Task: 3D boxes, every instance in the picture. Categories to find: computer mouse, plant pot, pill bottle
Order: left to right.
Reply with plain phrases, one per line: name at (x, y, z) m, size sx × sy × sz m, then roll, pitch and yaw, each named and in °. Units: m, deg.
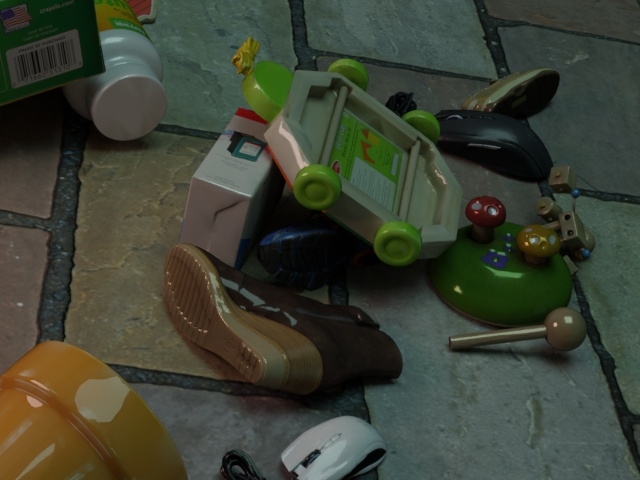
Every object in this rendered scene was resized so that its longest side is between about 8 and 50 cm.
plant pot at (-0.253, 0.226, 1.356) m, size 0.205 × 0.205 × 0.188 m, roll 33°, pitch 54°, yaw 23°
pill bottle at (-0.290, -0.242, 2.027) m, size 0.136 × 0.136 × 0.246 m, roll -4°, pitch 39°, yaw -27°
computer mouse at (-0.003, 0.222, 1.573) m, size 0.106 × 0.042 × 0.193 m, roll 36°, pitch 39°, yaw 28°
computer mouse at (0.201, -0.143, 2.151) m, size 0.262 × 0.060 × 0.184 m, roll 22°, pitch 34°, yaw 10°

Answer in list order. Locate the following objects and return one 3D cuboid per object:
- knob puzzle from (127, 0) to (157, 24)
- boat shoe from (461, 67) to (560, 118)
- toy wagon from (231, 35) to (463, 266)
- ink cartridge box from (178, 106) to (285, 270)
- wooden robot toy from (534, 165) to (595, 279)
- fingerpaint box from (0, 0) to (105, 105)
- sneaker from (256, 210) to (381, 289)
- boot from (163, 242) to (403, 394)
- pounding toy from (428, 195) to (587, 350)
knob puzzle at (-0.329, -0.378, 2.297) m, size 0.213 × 0.030 × 0.213 m, roll 11°, pitch 35°, yaw -7°
boat shoe at (0.286, -0.226, 2.301) m, size 0.072 × 0.068 × 0.190 m, roll 26°, pitch 34°, yaw 35°
toy wagon at (0.027, -0.119, 1.851) m, size 0.344 × 0.068 × 0.267 m, roll 34°, pitch 35°, yaw -14°
ink cartridge box at (-0.097, -0.068, 1.861) m, size 0.078 × 0.134 × 0.231 m, roll 19°, pitch 34°, yaw 5°
wooden robot toy at (0.329, -0.008, 2.020) m, size 0.079 × 0.076 × 0.173 m, roll 35°, pitch 42°, yaw -47°
fingerpaint box at (-0.548, -0.299, 1.887) m, size 0.444 × 0.163 × 0.371 m, roll -21°, pitch 46°, yaw -19°
sneaker at (0.000, 0.000, 1.867) m, size 0.087 × 0.083 × 0.221 m, roll 33°, pitch 29°, yaw 35°
boot at (-0.046, 0.088, 1.734) m, size 0.206 × 0.090 × 0.248 m, roll 0°, pitch 34°, yaw -41°
pounding toy at (0.234, 0.025, 1.869) m, size 0.182 × 0.110 × 0.237 m, roll 3°, pitch 36°, yaw -7°
